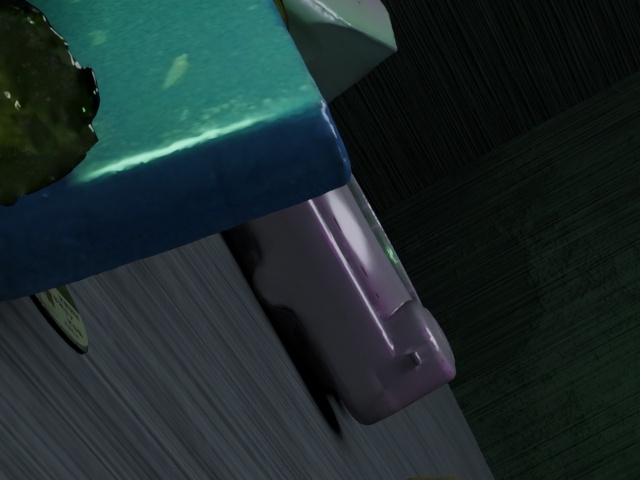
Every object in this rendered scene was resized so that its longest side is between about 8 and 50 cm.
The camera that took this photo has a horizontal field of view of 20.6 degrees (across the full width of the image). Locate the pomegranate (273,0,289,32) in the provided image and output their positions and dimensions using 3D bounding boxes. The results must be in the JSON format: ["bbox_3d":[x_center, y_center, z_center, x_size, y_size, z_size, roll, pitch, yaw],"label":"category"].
[{"bbox_3d":[-0.104,-0.138,1.145,0.169,0.148,0.148,20,34,-44],"label":"pomegranate"}]

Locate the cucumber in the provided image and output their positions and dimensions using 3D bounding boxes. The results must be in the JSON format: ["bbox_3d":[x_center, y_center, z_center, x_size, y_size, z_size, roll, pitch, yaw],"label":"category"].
[{"bbox_3d":[-0.162,-0.128,0.675,0.303,0.081,0.072,59,-42,44],"label":"cucumber"}]

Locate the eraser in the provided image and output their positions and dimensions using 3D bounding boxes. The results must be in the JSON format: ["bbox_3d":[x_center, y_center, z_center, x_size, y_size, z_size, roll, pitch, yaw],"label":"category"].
[{"bbox_3d":[-0.088,-0.086,0.770,0.312,0.144,0.042,-112,-176,-59],"label":"eraser"}]

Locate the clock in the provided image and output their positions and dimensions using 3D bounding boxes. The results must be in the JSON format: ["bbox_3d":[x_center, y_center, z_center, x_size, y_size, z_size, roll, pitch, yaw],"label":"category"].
[{"bbox_3d":[0.000,0.000,1.536,0.295,0.113,0.322,61,3,-5],"label":"clock"}]

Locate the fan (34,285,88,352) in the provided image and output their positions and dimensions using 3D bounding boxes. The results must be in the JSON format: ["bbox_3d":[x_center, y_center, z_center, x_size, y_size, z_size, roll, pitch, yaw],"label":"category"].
[{"bbox_3d":[-0.119,0.011,0.745,0.080,0.003,0.060,63,4,16],"label":"fan"}]

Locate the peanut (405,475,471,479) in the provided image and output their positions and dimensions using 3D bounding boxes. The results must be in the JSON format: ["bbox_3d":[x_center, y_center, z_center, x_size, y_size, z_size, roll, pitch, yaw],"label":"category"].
[{"bbox_3d":[0.071,0.196,0.997,0.130,0.130,0.290,62,5,10],"label":"peanut"}]

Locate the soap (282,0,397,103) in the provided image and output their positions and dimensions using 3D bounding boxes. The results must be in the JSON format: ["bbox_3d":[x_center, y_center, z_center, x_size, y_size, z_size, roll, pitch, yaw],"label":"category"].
[{"bbox_3d":[-0.080,-0.258,1.583,0.324,0.109,0.193,35,30,-34],"label":"soap"}]
